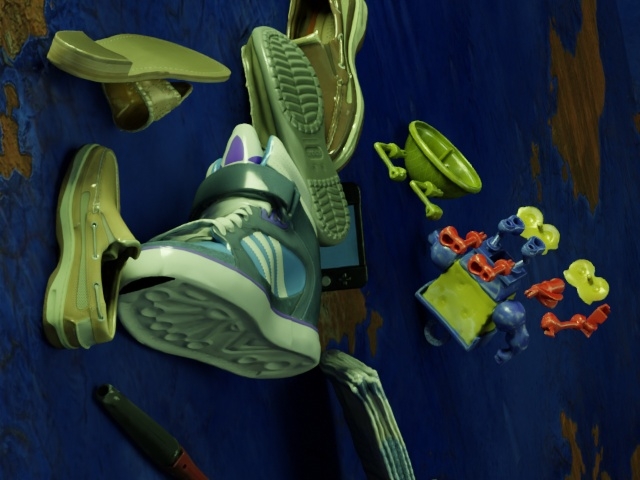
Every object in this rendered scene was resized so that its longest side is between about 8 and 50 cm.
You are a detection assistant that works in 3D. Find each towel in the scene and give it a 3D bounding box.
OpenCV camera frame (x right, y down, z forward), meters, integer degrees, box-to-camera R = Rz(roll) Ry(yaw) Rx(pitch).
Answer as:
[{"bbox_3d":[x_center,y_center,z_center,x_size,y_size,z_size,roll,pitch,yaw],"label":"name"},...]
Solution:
[{"bbox_3d":[0.070,0.262,2.162,0.209,0.034,0.285,-156,-134,-76],"label":"towel"}]

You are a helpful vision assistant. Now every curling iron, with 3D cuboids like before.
[{"bbox_3d":[-0.141,0.215,1.824,0.274,0.035,0.068,63,32,-46],"label":"curling iron"}]

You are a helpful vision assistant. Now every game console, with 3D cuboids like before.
[{"bbox_3d":[0.000,0.000,2.166,0.071,0.107,0.122,-148,-127,-82],"label":"game console"}]

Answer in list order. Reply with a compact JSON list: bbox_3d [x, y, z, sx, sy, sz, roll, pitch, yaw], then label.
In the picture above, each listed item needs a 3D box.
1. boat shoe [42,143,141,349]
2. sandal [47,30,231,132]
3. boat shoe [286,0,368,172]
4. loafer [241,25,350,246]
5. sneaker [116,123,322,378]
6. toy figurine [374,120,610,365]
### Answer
[{"bbox_3d":[-0.187,0.004,1.689,0.068,0.072,0.190,42,49,-60],"label":"boat shoe"},{"bbox_3d":[-0.177,-0.138,1.769,0.240,0.088,0.079,-3,121,-61],"label":"sandal"},{"bbox_3d":[-0.010,-0.190,2.158,0.095,0.095,0.257,44,38,-45],"label":"boat shoe"},{"bbox_3d":[-0.045,-0.105,2.059,0.094,0.087,0.251,7,66,-55],"label":"loafer"},{"bbox_3d":[-0.101,-0.013,1.866,0.323,0.130,0.236,34,46,-58],"label":"sneaker"},{"bbox_3d":[0.170,0.048,2.513,0.362,0.217,0.191,46,36,14],"label":"toy figurine"}]
